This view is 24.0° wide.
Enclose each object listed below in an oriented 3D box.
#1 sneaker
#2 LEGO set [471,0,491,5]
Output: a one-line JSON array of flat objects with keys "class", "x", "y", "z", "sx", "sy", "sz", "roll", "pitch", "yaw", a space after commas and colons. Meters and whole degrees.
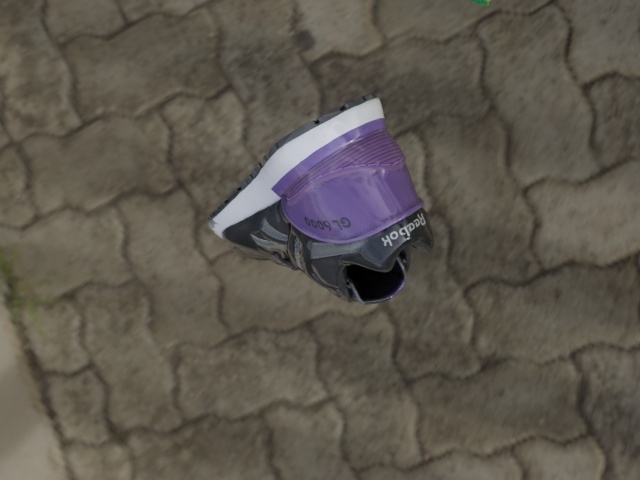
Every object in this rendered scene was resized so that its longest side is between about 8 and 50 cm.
[{"class": "sneaker", "x": 0.000, "y": 0.000, "z": 1.087, "sx": 0.107, "sy": 0.283, "sz": 0.124, "roll": -29, "pitch": 86, "yaw": -16}, {"class": "LEGO set", "x": 0.128, "y": -0.311, "z": 1.093, "sx": 0.255, "sy": 0.331, "sz": 0.192, "roll": 36, "pitch": 90, "yaw": -5}]
